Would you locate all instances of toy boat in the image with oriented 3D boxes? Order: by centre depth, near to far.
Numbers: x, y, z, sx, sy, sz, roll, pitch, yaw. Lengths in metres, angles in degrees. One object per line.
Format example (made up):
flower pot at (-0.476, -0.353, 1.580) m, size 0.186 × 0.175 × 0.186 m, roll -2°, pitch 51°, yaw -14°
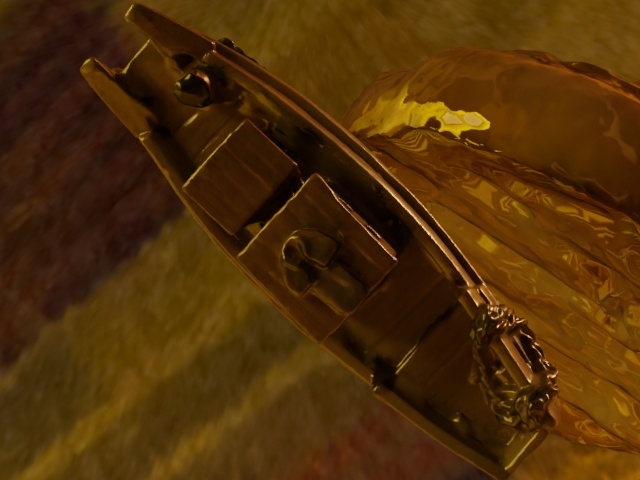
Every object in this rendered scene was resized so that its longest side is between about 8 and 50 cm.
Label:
toy boat at (0.000, 0.000, 0.683) m, size 0.206 × 0.072 × 0.064 m, roll 44°, pitch 103°, yaw 5°

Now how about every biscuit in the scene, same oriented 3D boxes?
biscuit at (0.137, 0.009, 1.007) m, size 0.296 × 0.296 × 0.102 m, roll 37°, pitch 71°, yaw -6°
